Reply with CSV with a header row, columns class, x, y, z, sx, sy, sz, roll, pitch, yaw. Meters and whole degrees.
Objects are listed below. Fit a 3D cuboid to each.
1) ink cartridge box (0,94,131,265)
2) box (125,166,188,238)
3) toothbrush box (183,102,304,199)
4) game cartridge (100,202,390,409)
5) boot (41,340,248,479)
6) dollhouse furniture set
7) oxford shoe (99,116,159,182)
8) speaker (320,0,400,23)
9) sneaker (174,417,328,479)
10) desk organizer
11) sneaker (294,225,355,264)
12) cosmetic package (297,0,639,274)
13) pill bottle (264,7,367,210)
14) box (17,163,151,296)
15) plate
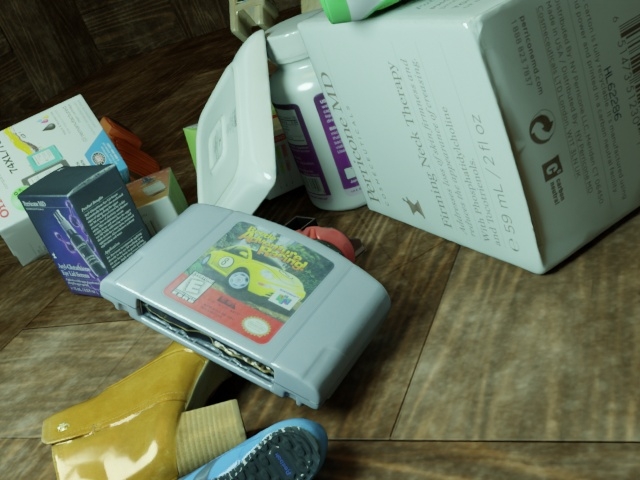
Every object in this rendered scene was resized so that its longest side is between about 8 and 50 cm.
class,x,y,z,sx,sy,sz,roll,pitch,yaw
ink cartridge box,-0.548,-0.119,1.534,0.270,0.198,0.197,-31,-14,-18
box,-0.329,-0.054,1.439,0.130,0.091,0.170,-22,26,0
toothbrush box,-0.102,-0.185,1.460,0.206,0.122,0.283,-26,26,-28
game cartridge,-0.079,0.058,0.878,0.294,0.060,0.196,24,41,19
boot,-0.207,0.171,0.865,0.211,0.104,0.295,-14,33,-9
dollhouse furniture set,0.049,-0.549,1.691,0.362,0.256,0.394,-9,-15,25
oxford shoe,-0.484,-0.176,1.813,0.132,0.130,0.363,-54,32,9
speaker,0.130,-0.358,0.872,0.297,0.131,0.131,-22,25,3
sneaker,-0.085,0.238,0.724,0.209,0.069,0.082,-30,-8,2
desk organizer,0.000,0.000,1.121,0.130,0.050,0.047,8,39,47
sneaker,-0.092,0.060,1.018,0.276,0.097,0.135,-13,24,15
cosmetic package,0.240,-0.211,1.023,0.328,0.329,0.394,-32,27,-18
pill bottle,0.015,-0.213,1.234,0.169,0.301,0.169,-17,26,9
box,-0.384,-0.016,1.272,0.153,0.207,0.108,1,34,40
plate,-0.146,-0.149,1.198,0.045,0.277,0.278,6,-27,-25
